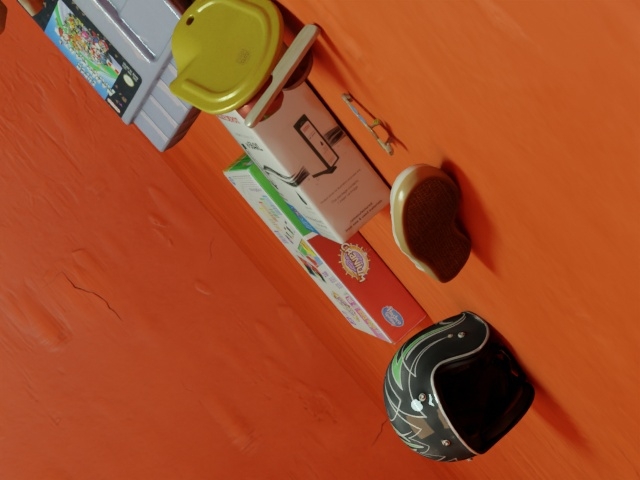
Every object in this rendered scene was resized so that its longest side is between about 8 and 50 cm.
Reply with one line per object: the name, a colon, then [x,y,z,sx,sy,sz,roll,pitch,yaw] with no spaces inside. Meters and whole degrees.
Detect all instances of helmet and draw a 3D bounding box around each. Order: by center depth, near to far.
helmet: [0.153,0.180,1.741,0.169,0.161,0.169,48,172,9]

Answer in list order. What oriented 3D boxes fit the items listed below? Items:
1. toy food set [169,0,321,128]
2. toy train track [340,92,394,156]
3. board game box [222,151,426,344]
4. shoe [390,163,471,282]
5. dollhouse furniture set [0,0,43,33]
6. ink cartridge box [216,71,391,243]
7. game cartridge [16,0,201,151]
toy food set: [-0.068,-0.174,1.461,0.071,0.128,0.218,28,-177,-41]
toy train track: [0.049,-0.117,1.438,0.083,0.014,0.048,52,-179,26]
board game box: [0.000,0.000,2.088,0.316,0.064,0.242,50,172,-10]
shoe: [0.095,-0.020,1.409,0.058,0.076,0.219,40,171,25]
dollhouse furniture set: [-0.222,-0.330,1.202,0.161,0.212,0.242,53,-161,-35]
ink cartridge box: [-0.027,-0.105,1.642,0.203,0.086,0.148,50,172,-16]
game cartridge: [-0.266,-0.294,1.807,0.355,0.068,0.230,48,139,4]
